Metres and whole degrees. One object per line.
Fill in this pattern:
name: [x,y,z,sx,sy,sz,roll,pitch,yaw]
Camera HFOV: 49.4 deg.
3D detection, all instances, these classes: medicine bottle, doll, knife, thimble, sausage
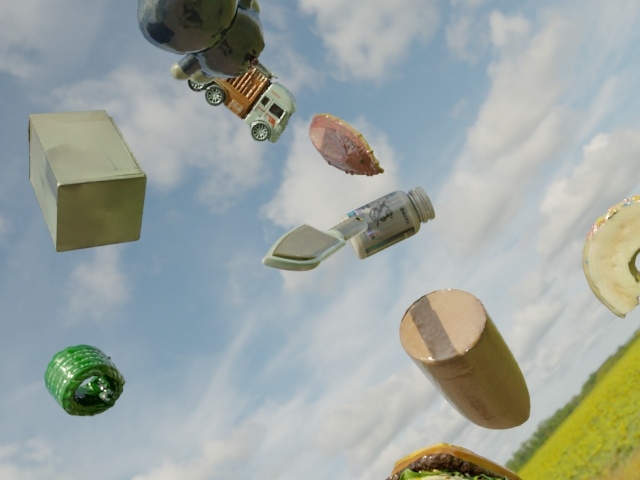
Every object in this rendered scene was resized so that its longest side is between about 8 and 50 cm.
medicine bottle: [0.146,-0.042,1.509,0.191,0.107,0.107,-26,-26,-2]
doll: [-0.208,-0.387,1.219,0.228,0.154,0.258,-48,-38,8]
knife: [-0.001,0.000,0.863,0.027,0.061,0.343,-67,-10,15]
thimble: [-0.421,0.252,1.245,0.130,0.090,0.118,4,-68,-51]
sausage: [0.216,0.181,1.000,0.123,0.123,0.253,-44,-48,-7]

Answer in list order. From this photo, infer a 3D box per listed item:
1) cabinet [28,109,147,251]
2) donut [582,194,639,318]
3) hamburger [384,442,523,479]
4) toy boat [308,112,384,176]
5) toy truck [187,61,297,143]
cabinet: [-0.412,-0.109,1.218,0.150,0.206,0.145,-10,-44,-32]
donut: [0.375,0.002,0.813,0.065,0.108,0.166,-25,-21,-53]
hamburger: [0.151,0.283,0.740,0.137,0.165,0.087,-48,24,39]
toy boat: [0.054,-0.280,2.014,0.099,0.318,0.141,-11,-49,-40]
toy truck: [-0.198,-0.400,1.815,0.162,0.305,0.136,-50,8,15]
